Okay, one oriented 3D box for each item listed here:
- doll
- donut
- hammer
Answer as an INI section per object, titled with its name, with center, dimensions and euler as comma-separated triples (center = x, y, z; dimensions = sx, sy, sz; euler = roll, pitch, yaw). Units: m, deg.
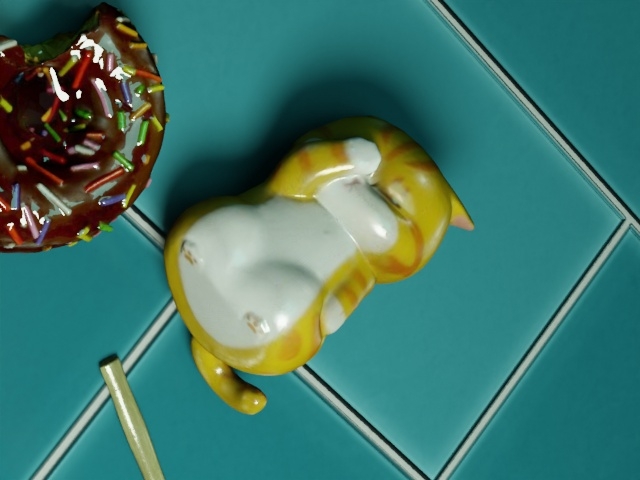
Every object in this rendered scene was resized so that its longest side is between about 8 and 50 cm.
[doll]
center = -0.005, 0.001, 1.647
dimensions = 0.269, 0.162, 0.167
euler = -37, 83, -14
[donut]
center = -0.227, -0.092, 1.539
dimensions = 0.230, 0.096, 0.216
euler = 11, 92, -31
[hammer]
center = -0.152, 0.192, 1.673
dimensions = 0.062, 0.013, 0.199
euler = -28, 110, -24
